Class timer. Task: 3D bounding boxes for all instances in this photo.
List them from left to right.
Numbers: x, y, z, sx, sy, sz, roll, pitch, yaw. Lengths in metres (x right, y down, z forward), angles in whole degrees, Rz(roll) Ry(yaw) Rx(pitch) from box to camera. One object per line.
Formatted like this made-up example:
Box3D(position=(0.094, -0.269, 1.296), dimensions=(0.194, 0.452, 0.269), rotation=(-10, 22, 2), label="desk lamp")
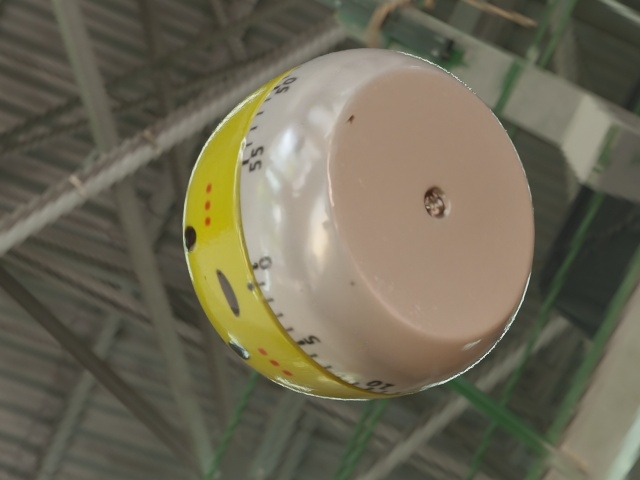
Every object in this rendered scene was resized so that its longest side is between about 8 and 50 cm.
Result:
Box3D(position=(0.000, 0.000, 1.240), dimensions=(0.285, 0.285, 0.285), rotation=(-21, -53, -30), label="timer")
